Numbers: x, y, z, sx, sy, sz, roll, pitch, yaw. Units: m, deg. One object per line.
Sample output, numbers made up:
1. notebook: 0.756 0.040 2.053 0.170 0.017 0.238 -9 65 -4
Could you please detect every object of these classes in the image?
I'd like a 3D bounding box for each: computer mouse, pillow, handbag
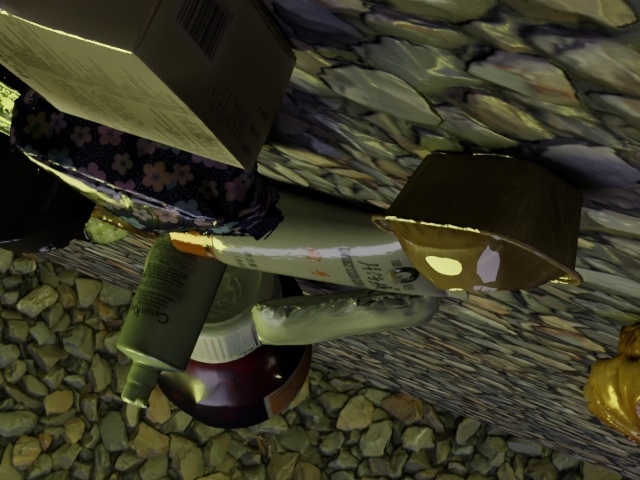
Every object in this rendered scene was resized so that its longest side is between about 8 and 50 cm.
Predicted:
1. computer mouse: -0.365 -0.092 1.482 0.295 0.168 0.087 23 173 5
2. pillow: 0.032 0.089 1.707 0.229 0.051 0.128 -7 157 -5
3. handbag: -0.140 -0.070 1.222 0.229 0.126 0.208 20 177 5

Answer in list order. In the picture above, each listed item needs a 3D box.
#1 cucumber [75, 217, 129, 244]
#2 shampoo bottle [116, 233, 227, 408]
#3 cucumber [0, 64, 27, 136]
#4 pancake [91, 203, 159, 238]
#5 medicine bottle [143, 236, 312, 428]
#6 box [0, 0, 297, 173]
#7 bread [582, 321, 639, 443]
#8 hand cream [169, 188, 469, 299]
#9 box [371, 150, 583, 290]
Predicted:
1. cucumber: -0.344 -0.037 2.044 0.074 0.074 0.241 27 172 -30
2. shampoo bottle: -0.161 0.060 1.589 0.085 0.262 0.085 21 170 4
3. cucumber: -0.263 -0.130 1.387 0.211 0.062 0.078 26 137 4
4. pancake: -0.360 -0.096 1.771 0.356 0.065 0.356 19 170 4
5. medicine bottle: -0.126 0.111 1.911 0.243 0.242 0.395 21 163 4
6. box: -0.131 -0.138 0.912 0.168 0.095 0.212 16 169 19
7. bread: 0.379 0.160 1.404 0.198 0.120 0.236 25 171 -14
8. hand cream: 0.000 0.000 1.467 0.314 0.089 0.139 9 155 25
9. box: 0.120 -0.007 1.074 0.111 0.111 0.177 27 169 -33
